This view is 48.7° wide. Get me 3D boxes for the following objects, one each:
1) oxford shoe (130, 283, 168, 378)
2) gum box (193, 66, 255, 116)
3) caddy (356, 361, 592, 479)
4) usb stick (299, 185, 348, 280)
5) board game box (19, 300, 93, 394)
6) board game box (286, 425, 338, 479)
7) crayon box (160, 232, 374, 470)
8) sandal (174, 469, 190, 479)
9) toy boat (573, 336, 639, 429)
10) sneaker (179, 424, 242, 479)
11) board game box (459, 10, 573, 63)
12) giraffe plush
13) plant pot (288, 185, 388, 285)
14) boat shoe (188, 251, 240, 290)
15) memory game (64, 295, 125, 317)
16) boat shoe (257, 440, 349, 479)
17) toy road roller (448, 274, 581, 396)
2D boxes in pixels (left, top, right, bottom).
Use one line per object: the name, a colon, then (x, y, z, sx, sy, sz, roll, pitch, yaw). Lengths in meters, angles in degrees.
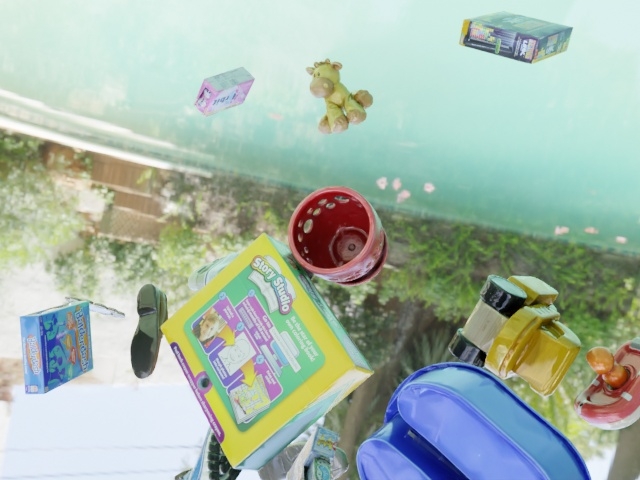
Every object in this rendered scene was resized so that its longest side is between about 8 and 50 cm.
oxford shoe: (-0.374, 0.209, 1.594, 0.076, 0.212, 0.076, -6, 158, 25)
gum box: (-0.299, -0.458, 2.178, 0.062, 0.107, 0.188, 45, -137, 10)
caddy: (0.223, 0.334, 1.023, 0.341, 0.241, 0.179, 41, -162, 26)
usb stick: (0.000, 0.000, 1.643, 0.045, 0.278, 0.077, 21, 164, 48)
board game box: (-0.555, 0.221, 1.501, 0.047, 0.160, 0.210, -3, -176, 8)
board game box: (-0.021, 0.544, 1.647, 0.060, 0.194, 0.194, 22, -163, -8)
crayon box: (-0.119, 0.219, 1.435, 0.363, 0.313, 0.106, 54, -171, 32)
sandal: (-0.346, 0.739, 2.112, 0.219, 0.090, 0.060, 41, -162, -46)
toy boat: (0.633, 0.290, 1.531, 0.151, 0.231, 0.151, 41, 174, -10)
sneaker: (-0.277, 0.559, 1.698, 0.147, 0.330, 0.130, -10, 144, 45)
board game box: (0.348, -0.363, 1.252, 0.141, 0.048, 0.170, 24, -147, 29)
giraffe plush: (0.038, -0.432, 2.032, 0.181, 0.210, 0.170, -21, 129, 24)
plant pot: (0.046, -0.002, 1.509, 0.191, 0.191, 0.174, 12, 170, 21)
boat shoe: (-0.303, 0.093, 2.115, 0.094, 0.109, 0.302, 6, -174, 10)
memory game: (-0.668, 0.198, 2.098, 0.186, 0.012, 0.186, 14, 164, 4)
boat shoe: (-0.049, 0.669, 2.184, 0.355, 0.132, 0.130, -13, 180, 38)
toy road roller: (0.472, 0.223, 1.603, 0.240, 0.202, 0.329, 37, -160, 31)
